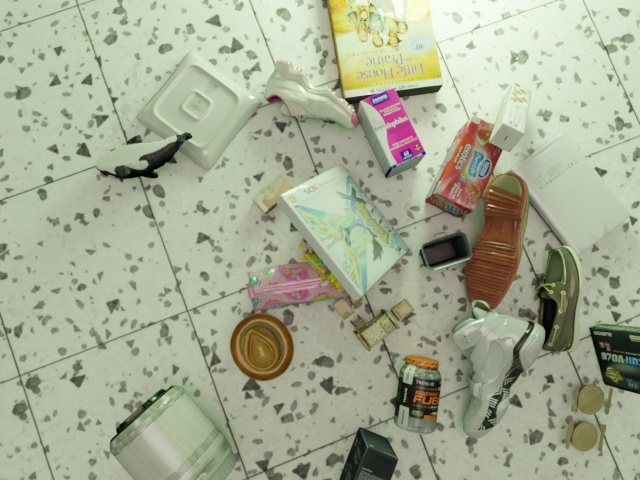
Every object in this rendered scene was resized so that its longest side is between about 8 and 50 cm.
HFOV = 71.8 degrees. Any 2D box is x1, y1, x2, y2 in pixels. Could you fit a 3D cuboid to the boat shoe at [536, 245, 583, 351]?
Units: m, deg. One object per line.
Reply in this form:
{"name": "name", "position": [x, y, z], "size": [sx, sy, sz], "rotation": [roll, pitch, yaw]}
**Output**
{"name": "boat shoe", "position": [0.677, 0.167, 1.267], "size": [0.091, 0.109, 0.305], "rotation": [1, 88, -7]}

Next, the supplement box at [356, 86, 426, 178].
{"name": "supplement box", "position": [0.203, -0.312, 1.296], "size": [0.111, 0.114, 0.220], "rotation": [-25, 84, -3]}

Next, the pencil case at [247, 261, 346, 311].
{"name": "pencil case", "position": [-0.060, 0.121, 1.243], "size": [0.284, 0.124, 0.124], "rotation": [-8, 85, -2]}

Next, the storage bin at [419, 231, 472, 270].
{"name": "storage bin", "position": [0.350, 0.028, 1.278], "size": [0.135, 0.091, 0.098], "rotation": [-18, 85, -4]}

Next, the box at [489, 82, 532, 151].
{"name": "box", "position": [0.538, -0.353, 1.240], "size": [0.063, 0.067, 0.324], "rotation": [30, 44, 5]}

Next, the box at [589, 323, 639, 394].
{"name": "box", "position": [0.850, 0.324, 1.201], "size": [0.051, 0.220, 0.175], "rotation": [-12, 85, -8]}

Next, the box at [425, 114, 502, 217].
{"name": "box", "position": [0.423, -0.210, 1.284], "size": [0.122, 0.128, 0.257], "rotation": [27, 84, 0]}

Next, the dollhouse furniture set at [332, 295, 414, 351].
{"name": "dollhouse furniture set", "position": [0.154, 0.190, 1.251], "size": [0.182, 0.101, 0.161], "rotation": [-37, 87, -5]}

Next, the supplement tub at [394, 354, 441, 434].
{"name": "supplement tub", "position": [0.271, 0.423, 1.225], "size": [0.117, 0.117, 0.190], "rotation": [8, 85, -1]}

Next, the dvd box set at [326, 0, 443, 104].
{"name": "dvd box set", "position": [0.186, -0.642, 1.351], "size": [0.307, 0.062, 0.420], "rotation": [-8, 85, -2]}

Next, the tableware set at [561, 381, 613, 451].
{"name": "tableware set", "position": [0.760, 0.506, 1.274], "size": [0.128, 0.039, 0.194], "rotation": [10, 90, -13]}

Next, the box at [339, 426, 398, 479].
{"name": "box", "position": [0.126, 0.613, 1.182], "size": [0.093, 0.156, 0.158], "rotation": [22, 84, 0]}

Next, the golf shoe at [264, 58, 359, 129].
{"name": "golf shoe", "position": [-0.030, -0.400, 1.308], "size": [0.306, 0.115, 0.140], "rotation": [36, 95, 8]}

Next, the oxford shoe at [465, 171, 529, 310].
{"name": "oxford shoe", "position": [0.523, 0.009, 1.264], "size": [0.140, 0.146, 0.397], "rotation": [21, 105, 35]}

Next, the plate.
{"name": "plate", "position": [-0.365, -0.397, 1.319], "size": [0.277, 0.045, 0.278], "rotation": [37, 85, 2]}

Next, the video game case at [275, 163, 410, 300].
{"name": "video game case", "position": [0.075, -0.039, 1.210], "size": [0.329, 0.036, 0.300], "rotation": [52, 43, 3]}

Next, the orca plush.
{"name": "orca plush", "position": [-0.497, -0.234, 1.286], "size": [0.287, 0.102, 0.151], "rotation": [-26, 52, 1]}

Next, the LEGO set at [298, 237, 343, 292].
{"name": "LEGO set", "position": [0.000, 0.000, 1.196], "size": [0.132, 0.107, 0.287], "rotation": [-4, 51, 1]}

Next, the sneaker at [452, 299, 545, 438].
{"name": "sneaker", "position": [0.442, 0.350, 1.234], "size": [0.210, 0.137, 0.366], "rotation": [29, 97, 15]}

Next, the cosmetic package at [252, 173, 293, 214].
{"name": "cosmetic package", "position": [-0.139, -0.136, 1.303], "size": [0.115, 0.041, 0.060], "rotation": [-44, 87, -5]}

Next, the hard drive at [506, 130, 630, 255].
{"name": "hard drive", "position": [0.745, -0.142, 1.332], "size": [0.210, 0.040, 0.319], "rotation": [-36, 86, -4]}

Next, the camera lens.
{"name": "camera lens", "position": [-0.379, 0.537, 1.141], "size": [0.219, 0.219, 0.274], "rotation": [-42, 87, -5]}

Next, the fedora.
{"name": "fedora", "position": [-0.167, 0.303, 1.241], "size": [0.194, 0.079, 0.194], "rotation": [0, 84, -2]}
